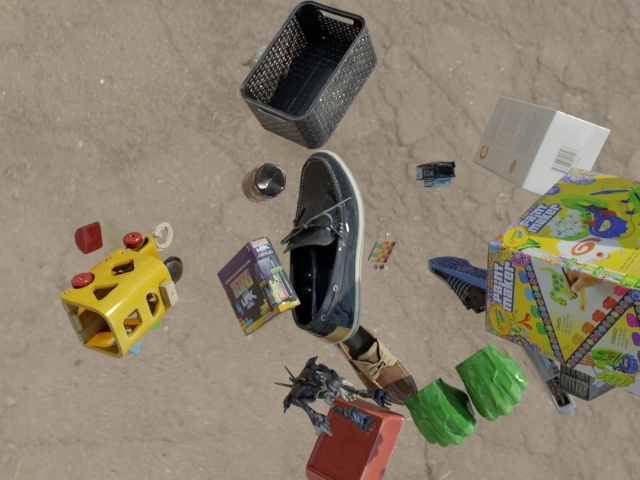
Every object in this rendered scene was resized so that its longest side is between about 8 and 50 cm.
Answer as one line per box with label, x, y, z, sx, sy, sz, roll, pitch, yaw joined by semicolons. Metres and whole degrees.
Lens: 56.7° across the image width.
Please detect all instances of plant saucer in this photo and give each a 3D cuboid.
plant saucer;0.075;0.549;1.582;0.048;0.259;0.259;34;72;-34

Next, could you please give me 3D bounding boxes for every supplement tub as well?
supplement tub;-0.174;-0.166;1.756;0.106;0.198;0.105;1;87;-21

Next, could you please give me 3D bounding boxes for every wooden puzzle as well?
wooden puzzle;0.122;0.021;1.183;0.049;0.006;0.083;9;112;-39

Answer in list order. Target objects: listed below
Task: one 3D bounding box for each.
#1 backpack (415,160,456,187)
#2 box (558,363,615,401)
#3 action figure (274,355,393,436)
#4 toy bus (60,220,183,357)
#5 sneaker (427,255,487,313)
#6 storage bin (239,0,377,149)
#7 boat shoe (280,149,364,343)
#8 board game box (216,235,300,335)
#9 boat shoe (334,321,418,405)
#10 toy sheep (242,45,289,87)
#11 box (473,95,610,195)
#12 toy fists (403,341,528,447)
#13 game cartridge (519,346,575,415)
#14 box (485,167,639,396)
backpack;0.366;-0.212;1.916;0.105;0.114;0.084;-11;102;-34
box;0.619;0.249;1.341;0.148;0.078;0.180;-10;105;-33
action figure;0.022;0.372;1.384;0.164;0.276;0.140;-52;129;-30
toy bus;-0.248;0.066;0.819;0.191;0.105;0.202;23;80;-64
sneaker;0.306;0.098;1.250;0.082;0.232;0.090;-11;107;-24
storage bin;-0.014;-0.237;0.850;0.122;0.084;0.180;28;80;24
boat shoe;0.000;0.000;1.463;0.156;0.187;0.499;16;67;-46
board game box;-0.121;0.089;1.117;0.048;0.170;0.141;-21;78;-36
boat shoe;0.131;0.315;1.582;0.324;0.116;0.123;43;83;7
toy sheep;-0.103;-0.347;1.186;0.091;0.091;0.132;61;26;-2
box;0.602;-0.261;1.668;0.169;0.345;0.214;16;107;-13
toy fists;0.327;0.353;1.321;0.142;0.279;0.096;57;21;19
game cartridge;0.569;0.314;1.539;0.062;0.198;0.297;-33;134;7
box;0.449;0.047;0.901;0.290;0.279;0.176;-34;131;-34
